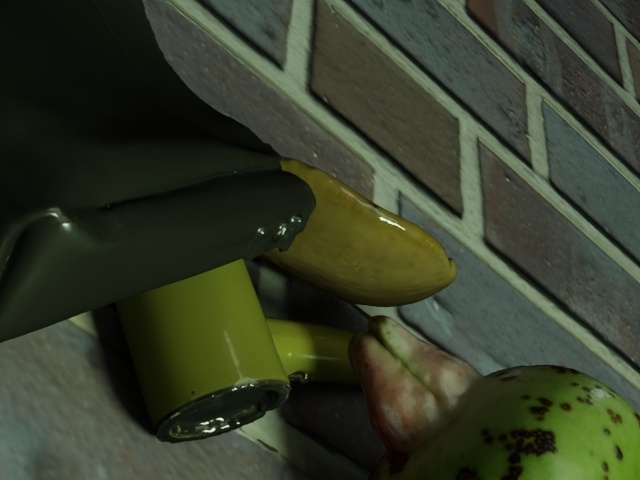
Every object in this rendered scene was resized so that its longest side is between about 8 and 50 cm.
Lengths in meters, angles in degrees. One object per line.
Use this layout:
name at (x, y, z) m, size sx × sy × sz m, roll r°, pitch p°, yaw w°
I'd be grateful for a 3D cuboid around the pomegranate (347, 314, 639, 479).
pomegranate at (0.102, 0.154, 0.903) m, size 0.248 × 0.214 × 0.214 m, roll 50°, pitch 32°, yaw -5°

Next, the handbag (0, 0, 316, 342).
handbag at (-0.159, -0.080, 0.762) m, size 0.257 × 0.113 × 0.285 m, roll -14°, pitch 54°, yaw -48°

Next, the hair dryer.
hair dryer at (-0.031, 0.063, 0.932) m, size 0.278 × 0.090 × 0.135 m, roll 15°, pitch 48°, yaw -56°

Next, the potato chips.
potato chips at (-0.001, 0.000, 0.978) m, size 0.062 × 0.195 × 0.208 m, roll -63°, pitch 147°, yaw -13°
